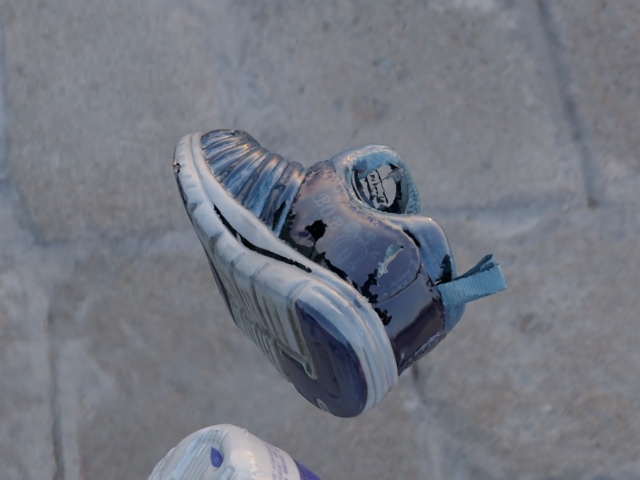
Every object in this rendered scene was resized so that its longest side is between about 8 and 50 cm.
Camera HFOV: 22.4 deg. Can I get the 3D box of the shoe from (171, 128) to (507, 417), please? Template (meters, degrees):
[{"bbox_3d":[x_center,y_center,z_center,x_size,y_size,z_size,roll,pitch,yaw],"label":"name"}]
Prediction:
[{"bbox_3d":[0.000,0.000,0.765,0.106,0.091,0.207,-31,36,-16],"label":"shoe"}]

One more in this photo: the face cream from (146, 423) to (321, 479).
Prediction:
[{"bbox_3d":[-0.096,0.270,1.445,0.111,0.206,0.206,37,57,-26],"label":"face cream"}]
